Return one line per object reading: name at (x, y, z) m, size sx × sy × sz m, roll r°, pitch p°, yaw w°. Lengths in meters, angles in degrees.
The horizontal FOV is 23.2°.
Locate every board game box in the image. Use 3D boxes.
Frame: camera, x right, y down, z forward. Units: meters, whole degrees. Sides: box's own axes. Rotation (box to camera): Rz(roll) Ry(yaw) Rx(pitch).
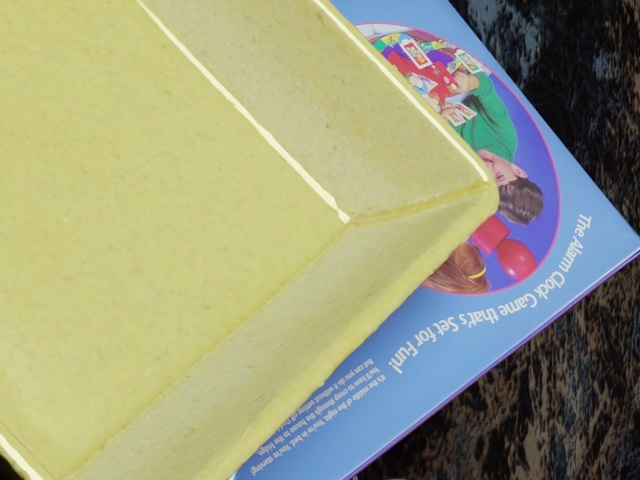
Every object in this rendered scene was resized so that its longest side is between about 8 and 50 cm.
board game box at (0.000, 0.000, 0.875) m, size 0.347 × 0.078 × 0.233 m, roll -31°, pitch 80°, yaw -40°

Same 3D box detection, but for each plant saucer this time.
plant saucer at (-0.118, -0.051, 0.717) m, size 0.333 × 0.081 × 0.332 m, roll 46°, pitch 44°, yaw 3°

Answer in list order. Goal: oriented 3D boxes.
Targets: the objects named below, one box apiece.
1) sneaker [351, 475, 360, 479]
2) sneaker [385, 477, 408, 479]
sneaker at (0.005, 0.084, 0.980) m, size 0.282 × 0.099 × 0.153 m, roll -38°, pitch 114°, yaw -43°
sneaker at (0.037, 0.280, 1.030) m, size 0.128 × 0.087 × 0.221 m, roll -15°, pitch 86°, yaw -43°
